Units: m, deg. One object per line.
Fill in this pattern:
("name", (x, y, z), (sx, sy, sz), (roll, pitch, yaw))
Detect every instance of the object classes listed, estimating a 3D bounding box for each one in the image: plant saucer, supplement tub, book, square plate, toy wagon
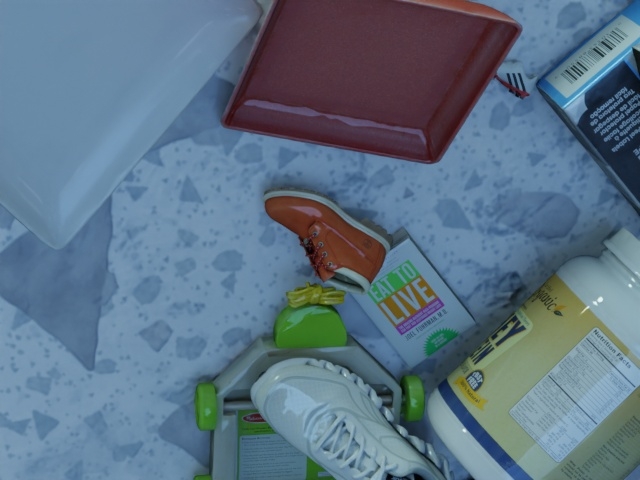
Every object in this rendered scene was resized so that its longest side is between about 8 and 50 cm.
("plant saucer", (0.048, -0.189, 1.842), (0.258, 0.048, 0.259), (9, 145, -15))
("supplement tub", (0.302, 0.161, 1.985), (0.316, 0.228, 0.228), (-45, 112, 6))
("book", (0.101, 0.069, 2.019), (0.096, 0.035, 0.144), (-36, 114, 7))
("square plate", (-0.254, -0.203, 1.741), (0.347, 0.049, 0.344), (-50, 141, -6))
("toy wagon", (-0.013, 0.204, 2.022), (0.267, 0.068, 0.344), (-1, 109, -12))

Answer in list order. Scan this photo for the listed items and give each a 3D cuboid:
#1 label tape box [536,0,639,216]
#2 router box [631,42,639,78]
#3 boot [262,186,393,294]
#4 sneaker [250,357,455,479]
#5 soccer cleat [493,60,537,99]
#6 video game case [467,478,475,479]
("label tape box", (0.451, -0.123, 1.977), (0.249, 0.115, 0.348), (-41, 111, 4))
("router box", (0.516, -0.145, 1.880), (0.309, 0.081, 0.243), (-21, 112, -6))
("boot", (0.000, 0.000, 1.932), (0.158, 0.059, 0.084), (27, 62, -9))
("sneaker", (0.049, 0.236, 1.948), (0.292, 0.118, 0.110), (36, 100, -19))
("soccer cleat", (0.209, -0.191, 1.948), (0.083, 0.029, 0.035), (32, 92, -23))
("video game case", (0.283, 0.380, 2.161), (0.210, 0.042, 0.232), (-16, 112, -7))
